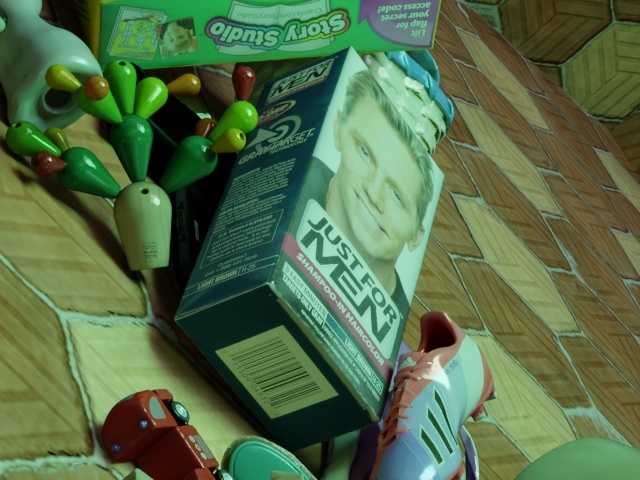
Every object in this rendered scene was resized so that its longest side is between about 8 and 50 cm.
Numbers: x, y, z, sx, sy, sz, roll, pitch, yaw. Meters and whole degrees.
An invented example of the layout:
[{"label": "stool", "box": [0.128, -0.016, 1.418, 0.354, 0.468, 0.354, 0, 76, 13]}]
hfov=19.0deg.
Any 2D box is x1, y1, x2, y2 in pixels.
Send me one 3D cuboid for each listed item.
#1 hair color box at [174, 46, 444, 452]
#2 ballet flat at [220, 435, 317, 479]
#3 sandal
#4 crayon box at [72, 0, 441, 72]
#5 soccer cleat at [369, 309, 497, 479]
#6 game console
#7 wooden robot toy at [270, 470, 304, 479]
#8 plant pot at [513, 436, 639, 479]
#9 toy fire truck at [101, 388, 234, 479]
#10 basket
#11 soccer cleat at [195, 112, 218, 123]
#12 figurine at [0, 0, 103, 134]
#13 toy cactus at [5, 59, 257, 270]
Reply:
[{"label": "hair color box", "box": [0.000, 0.000, 1.702, 0.174, 0.105, 0.347, 53, 32, -27]}, {"label": "ballet flat", "box": [-0.007, 0.236, 1.485, 0.206, 0.073, 0.067, 51, -11, -3]}, {"label": "sandal", "box": [0.087, 0.186, 1.727, 0.169, 0.102, 0.416, 46, 20, -16]}, {"label": "crayon box", "box": [-0.090, -0.317, 2.036, 0.363, 0.106, 0.313, -6, 41, -16]}, {"label": "soccer cleat", "box": [0.082, 0.145, 1.594, 0.095, 0.083, 0.248, 59, 29, -11]}, {"label": "game console", "box": [-0.118, -0.028, 1.793, 0.213, 0.044, 0.361, 44, 16, -26]}, {"label": "wooden robot toy", "box": [-0.016, 0.246, 1.333, 0.079, 0.076, 0.173, -16, 78, -46]}, {"label": "plant pot", "box": [0.291, 0.326, 1.679, 0.323, 0.323, 0.280, 32, 7, -44]}, {"label": "toy fire truck", "box": [-0.102, 0.190, 1.343, 0.192, 0.047, 0.135, 54, 17, 16]}, {"label": "basket", "box": [0.023, -0.175, 2.154, 0.255, 0.201, 0.289, 41, 49, -26]}, {"label": "soccer cleat", "box": [-0.132, -0.120, 1.979, 0.083, 0.035, 0.029, 27, 27, -52]}, {"label": "figurine", "box": [-0.298, -0.208, 1.674, 0.215, 0.092, 0.209, 34, 18, -45]}, {"label": "toy cactus", "box": [-0.150, -0.066, 1.627, 0.112, 0.219, 0.181, -6, -89, 64]}]
